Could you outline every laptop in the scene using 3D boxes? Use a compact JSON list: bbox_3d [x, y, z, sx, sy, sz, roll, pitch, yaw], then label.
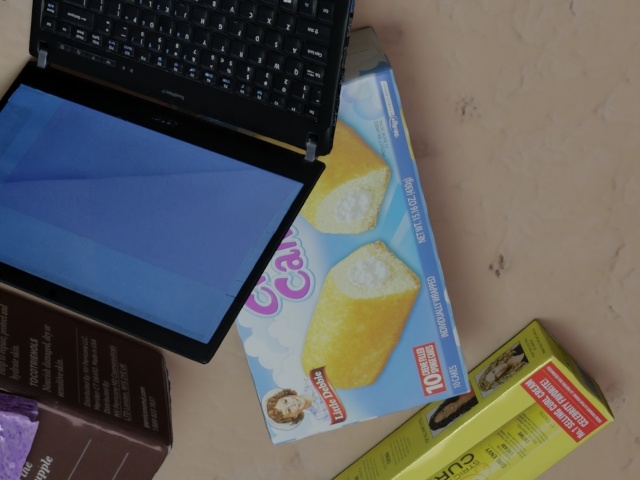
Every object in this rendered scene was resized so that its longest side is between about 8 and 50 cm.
[{"bbox_3d":[-0.118,-0.100,1.098,0.234,0.136,0.264,20,118,21],"label":"laptop"}]

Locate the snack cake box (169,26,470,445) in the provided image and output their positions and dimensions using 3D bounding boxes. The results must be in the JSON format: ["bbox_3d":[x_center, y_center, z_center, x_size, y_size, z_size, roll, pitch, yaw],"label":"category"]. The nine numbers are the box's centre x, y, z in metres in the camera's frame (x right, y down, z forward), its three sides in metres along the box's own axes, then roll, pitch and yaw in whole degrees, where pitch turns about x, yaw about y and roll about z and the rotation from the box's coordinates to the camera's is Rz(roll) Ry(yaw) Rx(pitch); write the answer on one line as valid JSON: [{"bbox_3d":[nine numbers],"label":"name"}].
[{"bbox_3d":[0.000,0.000,1.257,0.152,0.089,0.264,-16,118,-1],"label":"snack cake box"}]

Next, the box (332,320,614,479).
[{"bbox_3d":[0.107,0.169,1.379,0.232,0.058,0.087,-39,116,11],"label":"box"}]

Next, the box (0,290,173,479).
[{"bbox_3d":[-0.312,0.117,1.243,0.381,0.143,0.191,23,111,-17],"label":"box"}]

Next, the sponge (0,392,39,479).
[{"bbox_3d":[-0.300,0.136,1.161,0.210,0.031,0.117,15,112,-16],"label":"sponge"}]
